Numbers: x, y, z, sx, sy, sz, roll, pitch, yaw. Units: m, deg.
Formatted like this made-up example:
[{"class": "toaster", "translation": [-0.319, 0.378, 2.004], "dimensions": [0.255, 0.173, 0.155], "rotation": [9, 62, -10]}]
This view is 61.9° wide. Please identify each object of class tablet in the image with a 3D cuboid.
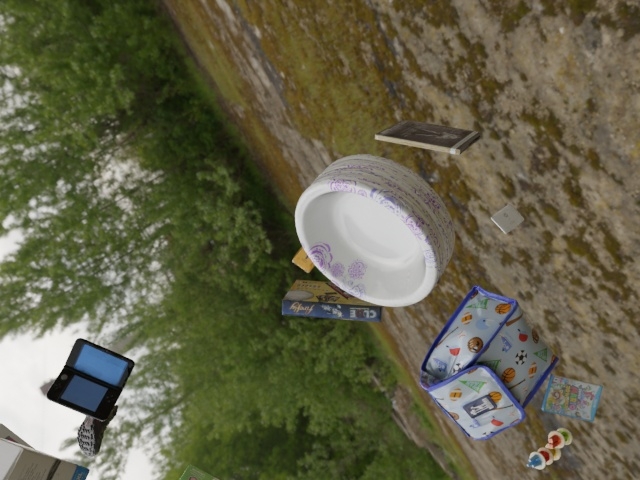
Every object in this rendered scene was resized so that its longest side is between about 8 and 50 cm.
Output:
[{"class": "tablet", "translation": [0.455, -0.053, 1.295], "dimensions": [0.054, 0.083, 0.006], "rotation": [50, 147, 14]}]

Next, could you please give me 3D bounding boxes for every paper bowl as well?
[{"class": "paper bowl", "translation": [0.106, -0.027, 0.975], "dimensions": [0.284, 0.148, 0.284], "rotation": [22, 139, 21]}]

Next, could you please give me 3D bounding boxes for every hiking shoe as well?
[{"class": "hiking shoe", "translation": [-0.659, 0.544, 1.612], "dimensions": [0.086, 0.227, 0.114], "rotation": [18, -167, 26]}]

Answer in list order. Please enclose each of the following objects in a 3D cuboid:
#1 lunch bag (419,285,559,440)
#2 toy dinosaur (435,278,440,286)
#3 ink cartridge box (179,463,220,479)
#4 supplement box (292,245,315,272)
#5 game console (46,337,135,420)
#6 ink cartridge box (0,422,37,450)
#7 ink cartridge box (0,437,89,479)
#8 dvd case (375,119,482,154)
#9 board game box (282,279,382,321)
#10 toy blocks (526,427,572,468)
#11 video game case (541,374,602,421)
[{"class": "lunch bag", "translation": [0.521, 0.403, 1.682], "dimensions": [0.328, 0.385, 0.239], "rotation": [48, 167, -25]}, {"class": "toy dinosaur", "translation": [0.309, 0.163, 1.953], "dimensions": [0.296, 0.127, 0.201], "rotation": [111, 154, -52]}, {"class": "ink cartridge box", "translation": [-0.447, 0.962, 1.768], "dimensions": [0.207, 0.353, 0.119], "rotation": [25, 127, 7]}, {"class": "supplement box", "translation": [0.000, 0.000, 1.883], "dimensions": [0.078, 0.233, 0.080], "rotation": [37, -163, -8]}, {"class": "game console", "translation": [-0.439, 0.266, 1.020], "dimensions": [0.122, 0.107, 0.071], "rotation": [26, 133, -9]}, {"class": "ink cartridge box", "translation": [-0.731, 0.640, 1.391], "dimensions": [0.371, 0.175, 0.069], "rotation": [41, -147, -10]}, {"class": "ink cartridge box", "translation": [-0.618, 0.483, 1.119], "dimensions": [0.148, 0.086, 0.203], "rotation": [5, 148, 25]}, {"class": "dvd case", "translation": [0.272, -0.261, 1.332], "dimensions": [0.221, 0.164, 0.018], "rotation": [17, 122, 29]}, {"class": "board game box", "translation": [0.039, 0.151, 1.360], "dimensions": [0.165, 0.243, 0.042], "rotation": [-52, -36, -73]}, {"class": "toy blocks", "translation": [0.696, 0.640, 1.631], "dimensions": [0.054, 0.148, 0.123], "rotation": [42, 121, 40]}, {"class": "video game case", "translation": [0.795, 0.498, 1.686], "dimensions": [0.015, 0.166, 0.119], "rotation": [-98, 21, -85]}]
